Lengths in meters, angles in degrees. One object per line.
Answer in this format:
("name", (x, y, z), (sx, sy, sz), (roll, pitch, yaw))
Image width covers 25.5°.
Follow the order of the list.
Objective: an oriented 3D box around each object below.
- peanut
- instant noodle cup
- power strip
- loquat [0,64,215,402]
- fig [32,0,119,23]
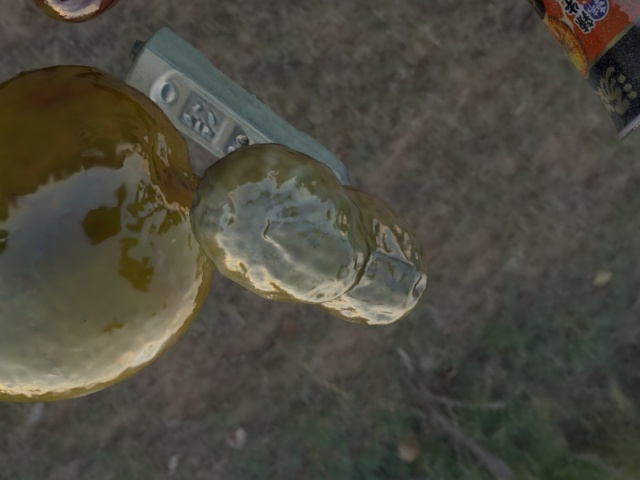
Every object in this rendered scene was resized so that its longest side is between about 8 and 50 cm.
("peanut", (0.001, 0.002, 0.811), (0.089, 0.089, 0.193), (-52, 147, 12))
("instant noodle cup", (0.164, -0.144, 0.762), (0.127, 0.136, 0.127), (-41, 175, -4))
("power strip", (-0.086, -0.117, 1.488), (0.048, 0.286, 0.080), (-52, 177, -41))
("loquat", (-0.227, -0.002, 1.171), (0.284, 0.276, 0.276), (-18, 137, -15))
("fig", (-0.239, -0.307, 1.407), (0.202, 0.149, 0.148), (-50, 128, -34))
